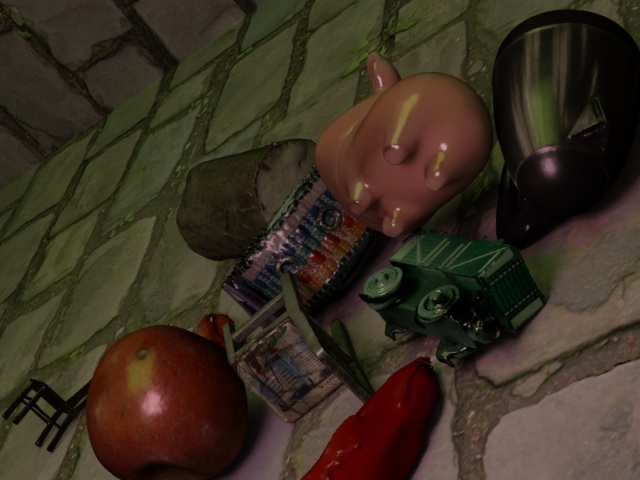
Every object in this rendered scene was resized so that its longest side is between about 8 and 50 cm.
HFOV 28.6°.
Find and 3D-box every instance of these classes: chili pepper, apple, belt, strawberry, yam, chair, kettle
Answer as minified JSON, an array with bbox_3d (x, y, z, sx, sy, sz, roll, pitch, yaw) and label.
[{"bbox_3d":[0.046,0.272,1.511,0.110,0.110,0.387,-14,31,49],"label":"chili pepper"},{"bbox_3d":[-0.221,0.230,1.804,0.253,0.253,0.253,-35,24,18],"label":"apple"},{"bbox_3d":[0.000,0.000,1.968,0.295,0.160,0.207,-55,7,-29],"label":"belt"},{"bbox_3d":[-0.170,0.202,2.016,0.121,0.082,0.188,-53,26,31],"label":"strawberry"},{"bbox_3d":[-0.120,-0.068,2.235,0.300,0.195,0.195,-12,38,50],"label":"yam"},{"bbox_3d":[-0.477,0.276,2.330,0.212,0.101,0.084,-53,25,-20],"label":"chair"},{"bbox_3d":[0.308,-0.141,1.683,0.251,0.207,0.271,-20,39,30],"label":"kettle"},{"bbox_3d":[-0.034,0.176,1.755,0.147,0.136,0.270,-41,25,7],"label":"chair"}]

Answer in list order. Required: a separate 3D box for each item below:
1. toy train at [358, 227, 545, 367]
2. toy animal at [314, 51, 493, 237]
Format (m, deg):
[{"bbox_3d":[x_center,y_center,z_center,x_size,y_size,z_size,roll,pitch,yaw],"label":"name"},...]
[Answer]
[{"bbox_3d":[0.161,0.067,1.641,0.154,0.115,0.269,-44,22,-17],"label":"toy train"},{"bbox_3d":[0.120,-0.128,1.762,0.326,0.237,0.269,-39,13,48],"label":"toy animal"}]
